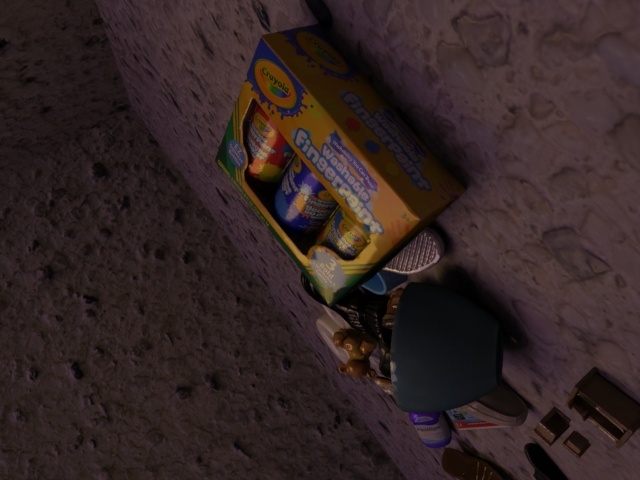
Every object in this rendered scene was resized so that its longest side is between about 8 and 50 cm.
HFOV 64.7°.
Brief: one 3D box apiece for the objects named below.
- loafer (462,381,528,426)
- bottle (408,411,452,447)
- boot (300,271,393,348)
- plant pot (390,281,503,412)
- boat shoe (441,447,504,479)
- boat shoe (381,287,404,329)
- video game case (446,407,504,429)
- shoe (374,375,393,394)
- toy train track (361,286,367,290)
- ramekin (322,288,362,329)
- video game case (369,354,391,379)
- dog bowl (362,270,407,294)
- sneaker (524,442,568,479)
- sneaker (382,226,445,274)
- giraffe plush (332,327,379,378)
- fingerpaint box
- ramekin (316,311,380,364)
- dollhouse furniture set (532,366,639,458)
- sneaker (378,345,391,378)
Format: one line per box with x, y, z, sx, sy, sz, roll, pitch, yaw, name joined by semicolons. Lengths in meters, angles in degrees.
0.371;0.355;1.288;0.320;0.112;0.111;25;140;29;loafer
0.383;0.631;1.834;0.282;0.118;0.092;63;-158;-26;bottle
0.113;0.199;1.626;0.348;0.131;0.260;39;171;-19;boot
0.291;0.240;1.109;0.196;0.290;0.290;0;134;27;plant pot
0.563;0.824;1.770;0.110;0.121;0.341;20;177;-19;boat shoe
0.237;0.192;1.370;0.123;0.119;0.324;13;172;10;boat shoe
0.385;0.408;1.423;0.285;0.025;0.204;55;142;-1;video game case
0.283;0.543;1.845;0.219;0.058;0.077;24;165;-30;shoe
0.130;0.145;1.736;0.083;0.014;0.048;44;161;32;toy train track
0.084;0.232;1.870;0.207;0.109;0.207;47;162;20;ramekin
0.265;0.552;2.168;0.157;0.019;0.143;23;145;61;video game case
0.108;0.054;1.445;0.297;0.074;0.165;27;149;41;dog bowl
0.589;0.612;1.345;0.170;0.051;0.089;48;158;9;sneaker
0.170;0.013;1.203;0.321;0.128;0.126;-11;101;46;sneaker
0.137;0.428;1.872;0.182;0.170;0.210;14;-174;35;giraffe plush
0.005;-0.139;1.045;0.444;0.163;0.371;51;142;10;fingerpaint box
0.105;0.387;2.077;0.277;0.135;0.277;47;162;20;ramekin
0.498;0.353;0.883;0.182;0.161;0.101;43;160;36;dollhouse furniture set
0.280;0.471;1.846;0.130;0.087;0.227;47;159;36;sneaker
